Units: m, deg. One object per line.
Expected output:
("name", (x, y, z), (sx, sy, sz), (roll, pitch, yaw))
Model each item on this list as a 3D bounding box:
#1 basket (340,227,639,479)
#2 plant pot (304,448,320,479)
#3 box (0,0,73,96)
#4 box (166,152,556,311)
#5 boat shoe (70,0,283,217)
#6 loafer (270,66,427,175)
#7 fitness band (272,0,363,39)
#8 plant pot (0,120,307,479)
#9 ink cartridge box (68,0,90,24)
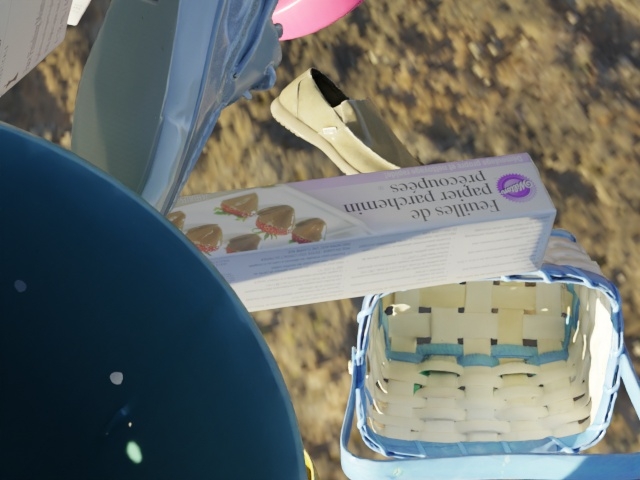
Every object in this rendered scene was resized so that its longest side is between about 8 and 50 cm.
("basket", (0.148, 0.112, 1.480), (0.255, 0.289, 0.201), (1, 115, 3))
("plant pot", (-0.049, 0.302, 1.979), (0.134, 0.134, 0.095), (-30, 139, 6))
("box", (-0.262, -0.204, 1.170), (0.182, 0.119, 0.181), (39, 148, 5))
("box", (0.000, 0.000, 1.204), (0.324, 0.063, 0.067), (-8, 138, -14))
("boat shoe", (-0.049, -0.100, 0.805), (0.081, 0.079, 0.227), (8, 106, -39))
("loafer", (0.028, -0.081, 1.310), (0.148, 0.056, 0.050), (33, 111, 19))
("fitness band", (0.005, -0.291, 1.469), (0.209, 0.291, 0.054), (-18, 135, 31))
("plant pot", (-0.189, 0.126, 0.709), (0.293, 0.293, 0.235), (22, 134, -20))
("ink cartridge box", (-0.207, -0.291, 1.444), (0.082, 0.139, 0.191), (10, 151, -24))
